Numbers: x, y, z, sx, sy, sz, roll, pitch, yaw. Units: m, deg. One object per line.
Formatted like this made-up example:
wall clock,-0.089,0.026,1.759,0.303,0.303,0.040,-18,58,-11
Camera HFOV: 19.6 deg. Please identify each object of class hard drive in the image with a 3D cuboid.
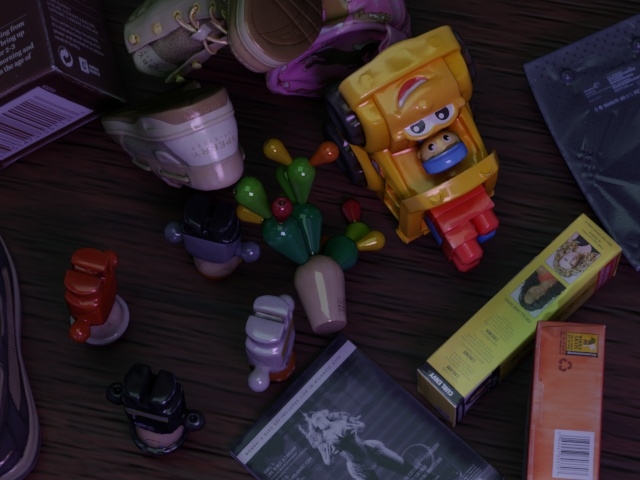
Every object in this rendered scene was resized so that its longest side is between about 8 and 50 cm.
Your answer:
hard drive,0.332,-0.100,1.900,0.172,0.054,0.254,-24,69,-4

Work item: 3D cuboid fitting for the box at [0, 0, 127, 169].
box,-0.355,-0.284,1.960,0.191,0.143,0.381,-25,68,22

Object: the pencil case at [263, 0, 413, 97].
pencil case,-0.018,-0.338,1.969,0.160,0.167,0.386,-4,67,-23

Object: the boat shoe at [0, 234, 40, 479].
boat shoe,-0.366,0.073,1.854,0.132,0.130,0.355,-21,69,-3

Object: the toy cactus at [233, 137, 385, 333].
toy cactus,0.000,0.000,1.810,0.112,0.219,0.180,-21,67,17

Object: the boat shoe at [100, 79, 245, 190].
boat shoe,-0.142,-0.097,1.842,0.109,0.302,0.098,-24,101,-15

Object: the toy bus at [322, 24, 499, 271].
toy bus,0.110,-0.079,1.830,0.149,0.220,0.211,-27,75,-7

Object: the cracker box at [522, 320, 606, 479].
cracker box,0.222,0.184,1.704,0.067,0.232,0.155,4,70,5

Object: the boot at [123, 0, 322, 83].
boot,-0.102,-0.209,1.794,0.203,0.095,0.262,-32,31,25

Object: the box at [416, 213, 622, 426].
box,0.195,0.079,1.827,0.232,0.087,0.058,-42,73,-12

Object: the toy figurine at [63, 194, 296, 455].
toy figurine,-0.135,0.083,1.830,0.209,0.148,0.213,-29,67,-13

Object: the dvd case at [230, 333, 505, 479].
dvd case,0.045,0.222,1.821,0.221,0.018,0.164,41,79,17
